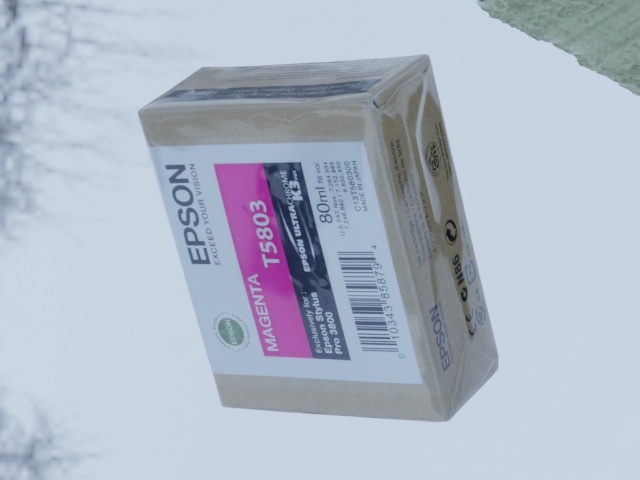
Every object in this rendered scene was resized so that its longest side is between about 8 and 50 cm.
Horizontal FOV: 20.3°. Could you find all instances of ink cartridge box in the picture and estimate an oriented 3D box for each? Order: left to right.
[{"bbox_3d":[0.000,0.000,1.210,0.088,0.193,0.235,-41,122,-49],"label":"ink cartridge box"}]

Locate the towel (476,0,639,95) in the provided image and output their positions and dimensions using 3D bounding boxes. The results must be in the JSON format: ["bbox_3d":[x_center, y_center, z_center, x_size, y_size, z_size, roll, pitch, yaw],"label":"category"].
[{"bbox_3d":[0.144,-0.107,0.728,0.148,0.110,0.027,-29,-139,55],"label":"towel"}]
